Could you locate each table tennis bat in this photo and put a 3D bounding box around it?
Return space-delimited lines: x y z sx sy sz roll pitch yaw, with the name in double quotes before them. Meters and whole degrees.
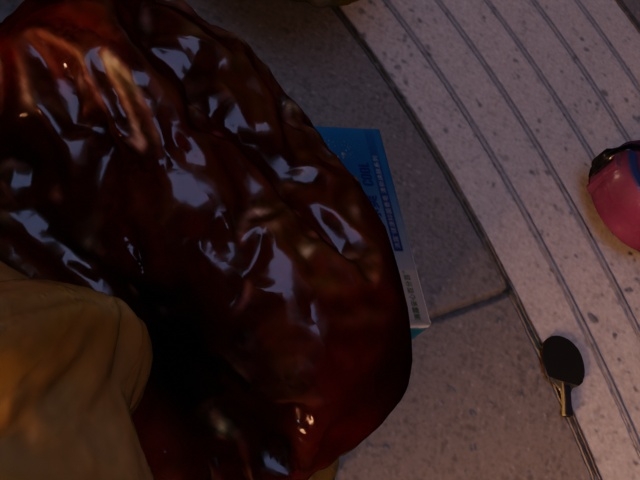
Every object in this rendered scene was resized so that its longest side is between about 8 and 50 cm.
"table tennis bat" 0.231 0.129 1.170 0.050 0.007 0.083 15 57 -23

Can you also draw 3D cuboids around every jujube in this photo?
"jujube" -0.108 0.007 0.867 0.276 0.276 0.376 -31 82 -38

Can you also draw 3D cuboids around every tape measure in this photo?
"tape measure" 0.343 -0.048 1.291 0.125 0.074 0.118 -8 63 -38

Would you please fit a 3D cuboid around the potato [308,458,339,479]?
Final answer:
"potato" -0.013 0.186 0.977 0.093 0.036 0.037 -12 68 -35

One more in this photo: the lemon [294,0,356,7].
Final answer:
"lemon" 0.006 -0.359 1.140 0.293 0.293 0.293 14 59 -24

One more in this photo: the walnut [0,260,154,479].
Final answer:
"walnut" -0.269 0.167 0.637 0.384 0.383 0.383 14 59 -24

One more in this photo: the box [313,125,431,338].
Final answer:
"box" 0.000 0.000 1.063 0.139 0.073 0.194 0 65 -31
